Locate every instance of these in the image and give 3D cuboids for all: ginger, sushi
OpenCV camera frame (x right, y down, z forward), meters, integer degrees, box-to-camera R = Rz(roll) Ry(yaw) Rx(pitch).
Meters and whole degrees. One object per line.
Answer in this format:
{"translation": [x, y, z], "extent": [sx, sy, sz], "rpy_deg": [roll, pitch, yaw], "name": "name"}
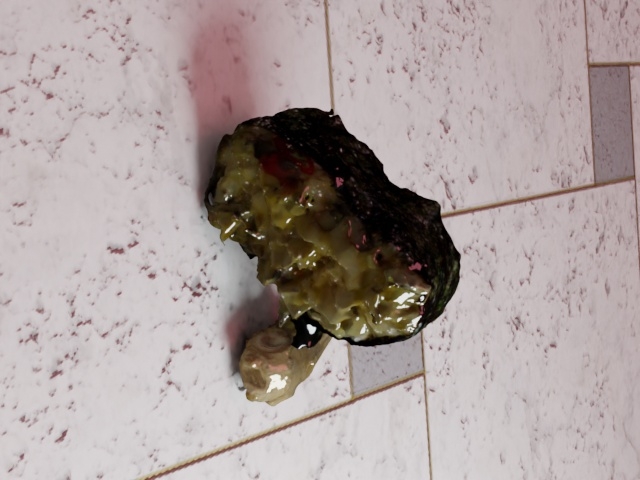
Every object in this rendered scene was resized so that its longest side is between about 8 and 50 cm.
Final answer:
{"translation": [-0.020, 0.077, 1.391], "extent": [0.173, 0.051, 0.069], "rpy_deg": [-61, 141, -49], "name": "ginger"}
{"translation": [0.000, 0.000, 1.315], "extent": [0.212, 0.147, 0.115], "rpy_deg": [48, 38, 9], "name": "sushi"}
